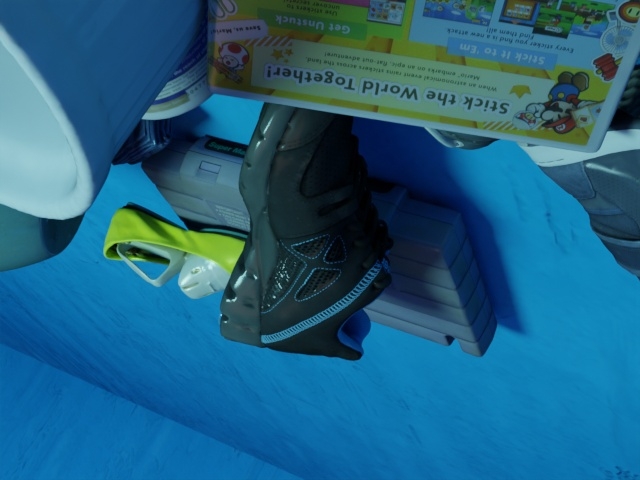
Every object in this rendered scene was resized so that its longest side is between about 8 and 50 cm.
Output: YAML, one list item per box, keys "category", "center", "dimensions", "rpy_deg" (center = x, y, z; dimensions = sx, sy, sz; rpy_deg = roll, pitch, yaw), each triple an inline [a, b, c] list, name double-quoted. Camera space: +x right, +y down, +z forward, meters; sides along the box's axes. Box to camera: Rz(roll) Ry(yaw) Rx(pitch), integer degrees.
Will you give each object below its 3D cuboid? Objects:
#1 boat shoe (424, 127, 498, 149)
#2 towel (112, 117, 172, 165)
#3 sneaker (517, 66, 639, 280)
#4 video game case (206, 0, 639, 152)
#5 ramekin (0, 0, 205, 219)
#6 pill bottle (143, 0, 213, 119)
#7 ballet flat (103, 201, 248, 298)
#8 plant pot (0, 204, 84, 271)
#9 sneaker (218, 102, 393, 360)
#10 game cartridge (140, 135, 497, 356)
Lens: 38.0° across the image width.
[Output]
- category: "boat shoe"
  center: [-0.003, -0.150, 0.578]
  dimensions: [0.319, 0.116, 0.099]
  rpy_deg: [26, 154, -6]
- category: "towel"
  center: [-0.180, -0.115, 0.930]
  dimensions: [0.029, 0.067, 0.119]
  rpy_deg: [5, 171, -28]
- category: "sneaker"
  center: [0.240, -0.031, 0.555]
  dimensions: [0.163, 0.086, 0.226]
  rpy_deg: [49, 162, -17]
- category: "video game case"
  center: [0.058, -0.144, 0.460]
  dimensions: [0.227, 0.026, 0.206]
  rpy_deg: [9, 136, 0]
- category: "ramekin"
  center: [-0.195, -0.151, 0.493]
  dimensions: [0.277, 0.135, 0.277]
  rpy_deg: [28, 156, 14]
- category: "pill bottle"
  center: [-0.143, -0.186, 0.670]
  dimensions: [0.112, 0.112, 0.187]
  rpy_deg: [17, 155, 27]
- category: "ballet flat"
  center: [-0.146, 0.021, 1.017]
  dimensions: [0.231, 0.077, 0.077]
  rpy_deg: [17, 154, 28]
- category: "plant pot"
  center: [-0.348, -0.099, 0.905]
  dimensions: [0.235, 0.293, 0.293]
  rpy_deg: [12, 157, 0]
- category: "sneaker"
  center: [0.005, -0.026, 0.778]
  dimensions: [0.139, 0.125, 0.341]
  rpy_deg: [17, 138, 4]
- category: "game cartridge"
  center: [0.000, 0.000, 0.972]
  dimensions: [0.355, 0.068, 0.230]
  rpy_deg: [17, 151, 29]
